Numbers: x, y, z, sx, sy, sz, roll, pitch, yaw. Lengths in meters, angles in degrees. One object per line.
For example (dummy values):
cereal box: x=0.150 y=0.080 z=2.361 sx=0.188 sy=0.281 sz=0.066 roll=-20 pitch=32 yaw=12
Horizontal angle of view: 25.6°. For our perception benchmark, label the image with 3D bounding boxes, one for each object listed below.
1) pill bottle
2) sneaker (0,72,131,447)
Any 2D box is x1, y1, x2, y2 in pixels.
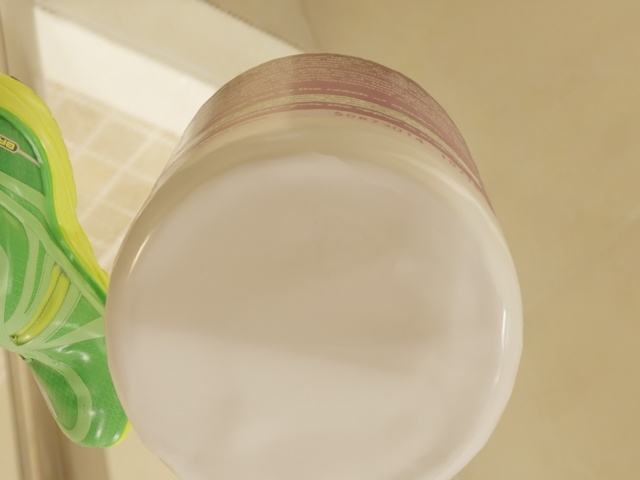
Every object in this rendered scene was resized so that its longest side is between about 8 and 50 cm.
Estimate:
pill bottle: x=0.000 y=0.000 z=0.681 sx=0.169 sy=0.301 sz=0.169 roll=0 pitch=106 yaw=1
sneaker: x=-0.214 y=0.029 z=0.970 sx=0.123 sy=0.109 sz=0.295 roll=-38 pitch=125 yaw=-32
